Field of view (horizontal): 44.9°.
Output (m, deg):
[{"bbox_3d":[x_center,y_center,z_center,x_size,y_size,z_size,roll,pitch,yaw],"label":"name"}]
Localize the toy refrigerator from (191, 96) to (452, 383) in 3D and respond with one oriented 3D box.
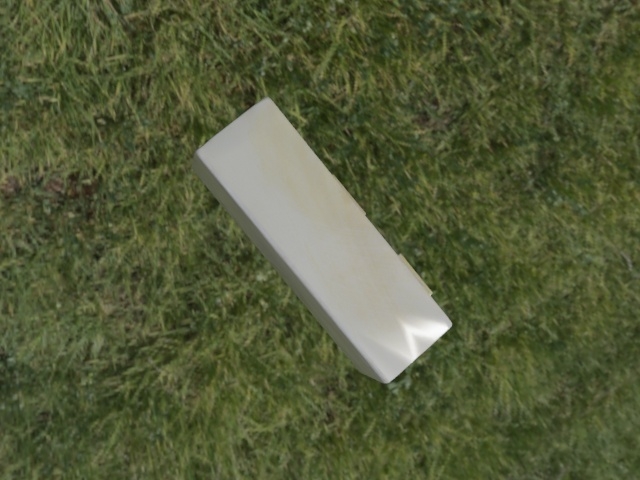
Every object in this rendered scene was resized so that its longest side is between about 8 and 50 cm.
[{"bbox_3d":[0.000,0.000,0.738,0.094,0.102,0.269,-40,94,-11],"label":"toy refrigerator"}]
